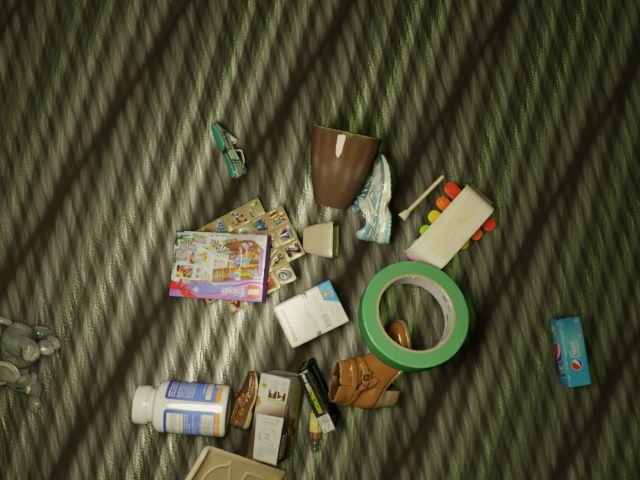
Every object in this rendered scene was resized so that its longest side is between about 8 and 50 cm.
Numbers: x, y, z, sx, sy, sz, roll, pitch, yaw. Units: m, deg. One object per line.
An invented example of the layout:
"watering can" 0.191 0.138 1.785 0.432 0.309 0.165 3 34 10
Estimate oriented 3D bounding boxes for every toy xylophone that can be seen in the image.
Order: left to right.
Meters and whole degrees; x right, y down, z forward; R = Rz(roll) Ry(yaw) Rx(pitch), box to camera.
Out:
"toy xylophone" 0.388 -0.061 1.882 0.322 0.081 0.236 -39 89 -4

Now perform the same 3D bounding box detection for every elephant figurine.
"elephant figurine" -0.897 0.373 1.791 0.186 0.169 0.239 40 103 29

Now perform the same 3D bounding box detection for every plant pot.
"plant pot" 0.000 0.000 1.860 0.096 0.109 0.109 0 87 11
"plant pot" 0.059 -0.217 1.836 0.215 0.215 0.230 11 101 -1

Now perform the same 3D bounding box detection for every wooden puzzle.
"wooden puzzle" -0.301 0.760 1.743 0.348 0.080 0.322 35 85 -40

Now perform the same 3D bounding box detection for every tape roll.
"tape roll" 0.273 0.223 1.789 0.321 0.077 0.321 3 67 -7

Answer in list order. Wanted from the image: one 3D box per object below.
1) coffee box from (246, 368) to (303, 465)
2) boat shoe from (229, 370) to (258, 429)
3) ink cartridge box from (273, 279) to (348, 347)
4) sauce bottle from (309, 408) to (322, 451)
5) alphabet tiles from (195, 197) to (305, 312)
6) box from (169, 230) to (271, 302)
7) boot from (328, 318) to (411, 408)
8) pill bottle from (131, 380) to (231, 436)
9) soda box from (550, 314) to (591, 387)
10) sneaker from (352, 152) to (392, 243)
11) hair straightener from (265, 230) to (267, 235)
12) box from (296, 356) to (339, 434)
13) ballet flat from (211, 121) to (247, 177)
"coffee box" -0.128 0.518 1.792 0.098 0.141 0.246 8 85 20
"boat shoe" -0.232 0.483 1.833 0.060 0.064 0.178 13 88 -23
"ink cartridge box" -0.029 0.224 1.852 0.190 0.082 0.139 -25 87 -2
"sauce bottle" -0.015 0.581 1.852 0.042 0.042 0.128 6 86 -1
"alphabet tiles" -0.232 0.044 1.855 0.342 0.011 0.285 -28 79 5
"box" -0.302 0.079 1.826 0.293 0.057 0.201 3 82 10
"boot" 0.143 0.366 1.812 0.220 0.109 0.283 11 98 -23
"pill bottle" -0.408 0.495 1.790 0.272 0.152 0.152 5 86 -1
"soda box" 0.776 0.342 1.878 0.071 0.067 0.210 -8 87 -2
"sneaker" 0.159 -0.132 1.868 0.122 0.110 0.283 0 86 2
"hair straightener" -0.225 0.072 1.870 0.089 0.047 0.230 23 92 0
"box" -0.005 0.455 1.788 0.045 0.184 0.191 -26 87 7
"ballet flat" -0.282 -0.286 1.892 0.070 0.070 0.188 -21 89 -3
